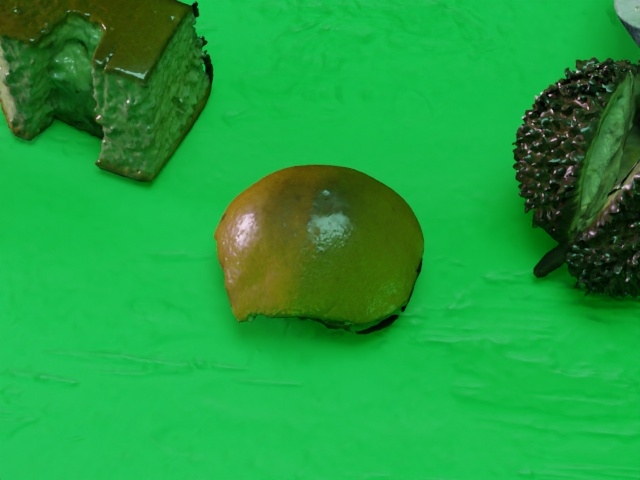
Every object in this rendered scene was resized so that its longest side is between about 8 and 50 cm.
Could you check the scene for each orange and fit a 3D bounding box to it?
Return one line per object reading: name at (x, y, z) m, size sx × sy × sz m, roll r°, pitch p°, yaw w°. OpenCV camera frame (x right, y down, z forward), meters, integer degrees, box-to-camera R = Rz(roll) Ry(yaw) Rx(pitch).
orange at (0.000, 0.000, 1.417) m, size 0.170 × 0.112 × 0.160 m, roll -31°, pitch 63°, yaw -35°

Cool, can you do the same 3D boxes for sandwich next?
sandwich at (-0.217, -0.161, 1.495) m, size 0.236 × 0.122 × 0.128 m, roll 20°, pitch 54°, yaw 11°

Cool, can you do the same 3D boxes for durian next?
durian at (0.232, -0.043, 1.435) m, size 0.196 × 0.167 × 0.196 m, roll -7°, pitch 77°, yaw 34°

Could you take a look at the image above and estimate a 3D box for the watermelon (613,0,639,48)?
watermelon at (0.395, -0.190, 1.484) m, size 0.290 × 0.213 × 0.320 m, roll 31°, pitch 17°, yaw -3°
